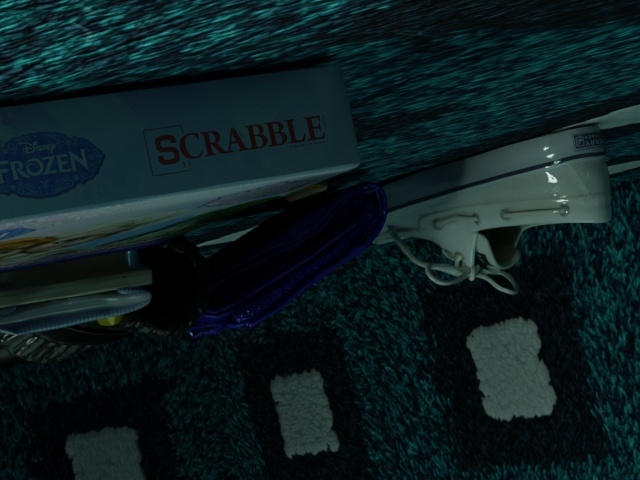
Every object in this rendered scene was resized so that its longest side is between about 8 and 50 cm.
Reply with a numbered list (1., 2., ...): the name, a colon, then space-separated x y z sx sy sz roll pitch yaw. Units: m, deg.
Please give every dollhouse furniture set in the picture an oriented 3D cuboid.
1. dollhouse furniture set: -0.243 0.107 1.294 0.303 0.198 0.286 -9 -167 -25

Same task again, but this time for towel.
1. towel: -0.053 0.029 1.869 0.227 0.076 0.308 -32 -175 -13

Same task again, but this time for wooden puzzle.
1. wooden puzzle: -0.039 -0.049 1.726 0.116 0.014 0.078 -16 171 43

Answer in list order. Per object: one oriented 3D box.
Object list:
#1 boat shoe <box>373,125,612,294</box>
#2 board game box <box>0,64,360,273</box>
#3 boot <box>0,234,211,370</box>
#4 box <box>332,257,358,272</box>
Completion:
1. boat shoe: 0.179 -0.011 1.945 0.367 0.156 0.136 -16 175 42
2. board game box: -0.190 -0.023 1.050 0.318 0.066 0.318 -11 176 -29
3. boot: -0.304 0.069 1.671 0.348 0.131 0.260 -17 -178 -36
4. box: 0.000 0.000 2.088 0.052 0.083 0.062 -9 175 -38
